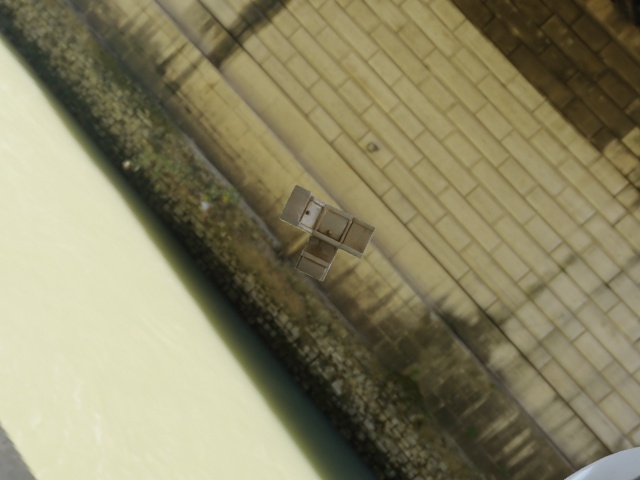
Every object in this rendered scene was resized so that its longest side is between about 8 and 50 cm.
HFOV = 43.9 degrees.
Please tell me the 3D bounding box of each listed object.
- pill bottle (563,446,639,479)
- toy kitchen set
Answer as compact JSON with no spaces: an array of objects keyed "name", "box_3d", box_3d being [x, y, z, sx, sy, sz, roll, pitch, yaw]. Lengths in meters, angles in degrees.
[{"name":"pill bottle","box_3d":[0.230,0.257,0.340,0.188,0.188,0.334,42,1,-34]},{"name":"toy kitchen set","box_3d":[0.000,0.000,0.720,0.083,0.068,0.075,26,-1,-1]}]
